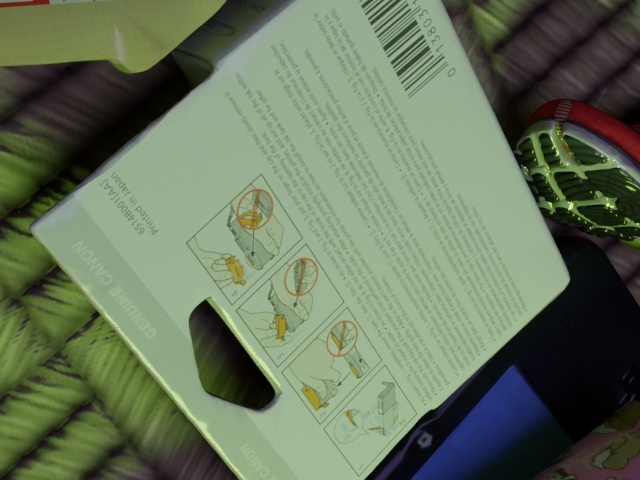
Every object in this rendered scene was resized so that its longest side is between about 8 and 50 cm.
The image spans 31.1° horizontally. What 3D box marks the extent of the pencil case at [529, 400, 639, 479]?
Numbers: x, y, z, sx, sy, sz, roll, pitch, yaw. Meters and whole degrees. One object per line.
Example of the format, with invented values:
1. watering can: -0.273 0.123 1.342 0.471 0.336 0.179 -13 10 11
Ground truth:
1. pencil case: 0.138 0.283 0.784 0.386 0.167 0.160 -35 149 -16

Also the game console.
1. game console: 0.149 0.233 0.890 0.386 0.060 0.342 -47 128 -10

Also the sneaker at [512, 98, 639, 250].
1. sneaker: 0.239 -0.057 0.828 0.279 0.107 0.118 20 78 -41

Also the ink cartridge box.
1. ink cartridge box: 0.000 0.000 0.689 0.261 0.066 0.296 -42 126 -13

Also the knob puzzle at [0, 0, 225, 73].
1. knob puzzle: -0.108 -0.177 0.560 0.213 0.030 0.213 -2 93 -37
